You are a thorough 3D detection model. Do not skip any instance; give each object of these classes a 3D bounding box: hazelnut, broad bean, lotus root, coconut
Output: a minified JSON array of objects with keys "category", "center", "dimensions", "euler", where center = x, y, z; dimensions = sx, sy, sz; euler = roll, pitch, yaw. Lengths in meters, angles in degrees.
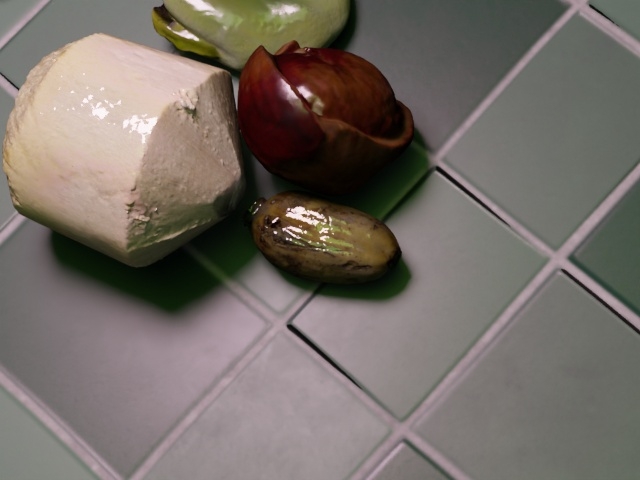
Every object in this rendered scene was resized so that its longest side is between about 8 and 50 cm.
[{"category":"hazelnut","center":[0.001,-0.133,1.744],"dimensions":[0.170,0.201,0.161],"euler":[25,83,31]},{"category":"broad bean","center":[-0.081,-0.271,1.860],"dimensions":[0.228,0.100,0.169],"euler":[-15,74,1]},{"category":"lotus root","center":[0.000,0.000,1.758],"dimensions":[0.179,0.080,0.089],"euler":[18,72,11]},{"category":"coconut","center":[-0.195,-0.093,1.744],"dimensions":[0.244,0.239,0.239],"euler":[19,74,12]}]
